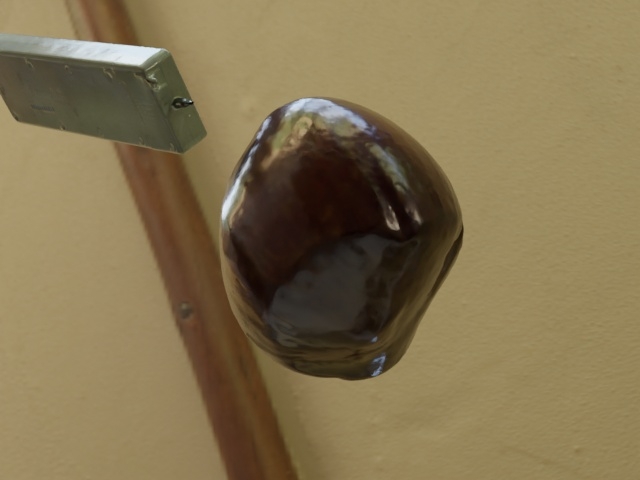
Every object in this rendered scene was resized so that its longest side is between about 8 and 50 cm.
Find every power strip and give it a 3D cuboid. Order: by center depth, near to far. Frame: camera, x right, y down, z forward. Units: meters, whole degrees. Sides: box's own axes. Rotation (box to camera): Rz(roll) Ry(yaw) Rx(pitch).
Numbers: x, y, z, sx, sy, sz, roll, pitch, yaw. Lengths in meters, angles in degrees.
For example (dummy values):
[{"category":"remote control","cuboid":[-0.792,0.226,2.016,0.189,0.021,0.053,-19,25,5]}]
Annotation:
[{"category":"power strip","cuboid":[-0.249,-0.161,1.264,0.367,0.043,0.106,14,-43,45]}]

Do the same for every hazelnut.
[{"category":"hazelnut","cuboid":[0.000,0.000,0.983,0.218,0.218,0.234,42,-55,30]}]
